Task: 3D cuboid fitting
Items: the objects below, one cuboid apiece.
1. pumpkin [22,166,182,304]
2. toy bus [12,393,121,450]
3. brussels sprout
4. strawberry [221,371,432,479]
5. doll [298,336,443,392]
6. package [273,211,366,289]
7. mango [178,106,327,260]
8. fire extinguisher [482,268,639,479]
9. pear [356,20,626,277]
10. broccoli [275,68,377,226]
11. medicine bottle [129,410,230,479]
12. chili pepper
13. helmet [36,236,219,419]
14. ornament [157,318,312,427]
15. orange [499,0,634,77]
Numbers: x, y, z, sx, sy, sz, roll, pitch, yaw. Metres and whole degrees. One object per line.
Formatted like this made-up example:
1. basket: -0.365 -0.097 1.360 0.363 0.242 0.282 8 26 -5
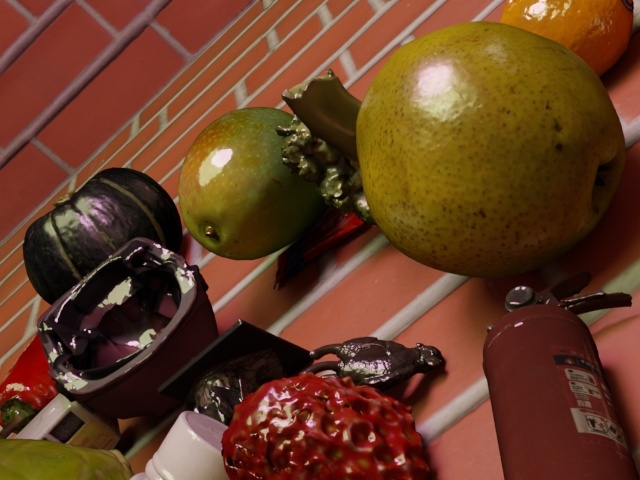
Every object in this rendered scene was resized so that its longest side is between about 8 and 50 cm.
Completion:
1. pumpkin: -0.426 0.004 1.970 0.323 0.241 0.323 -34 14 9
2. toy bus: -0.459 0.386 1.559 0.342 0.138 0.097 -44 25 0
3. brussels sprout: -0.378 0.385 1.263 0.344 0.344 0.268 -17 74 50
4. strawberry: -0.014 0.231 1.006 0.234 0.178 0.234 -43 25 25
5. doll: 0.059 0.144 1.140 0.165 0.057 0.139 -14 5 12
6. package: 0.000 0.000 1.545 0.200 0.022 0.083 -36 24 27
7. mango: -0.080 -0.099 1.548 0.201 0.225 0.382 -3 15 28
8. fire extinguisher: 0.219 0.133 0.863 0.147 0.107 0.337 -13 32 11
9. pear: 0.184 -0.096 1.080 0.294 0.294 0.294 -38 24 20
10. broccoli: 0.060 -0.143 1.330 0.186 0.302 0.254 -58 22 -21
11. medicine bottle: -0.168 0.319 1.116 0.237 0.139 0.139 -59 23 3
12. chili pepper: -0.525 0.289 1.830 0.131 0.134 0.338 -25 28 34
13. helmet: -0.272 0.159 1.534 0.271 0.197 0.338 -42 37 -13
14. ornament: -0.084 0.238 1.244 0.166 0.153 0.196 -40 47 17
15. orange: 0.317 -0.278 1.296 0.177 0.155 0.178 -32 40 32
